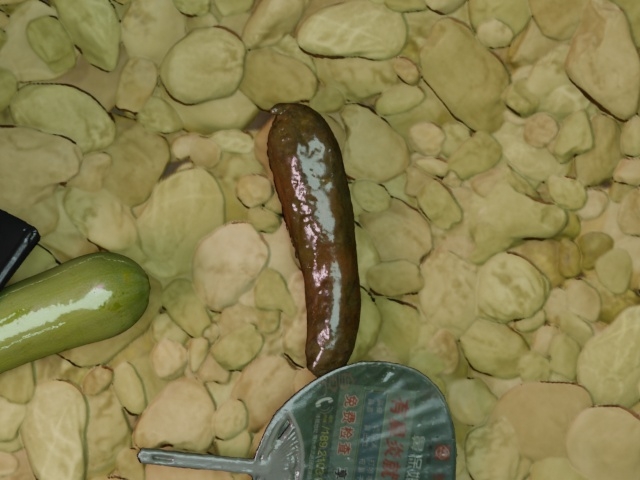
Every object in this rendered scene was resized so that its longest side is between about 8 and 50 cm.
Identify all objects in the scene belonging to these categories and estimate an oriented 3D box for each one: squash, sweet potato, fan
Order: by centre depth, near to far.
[{"bbox_3d":[-0.275,0.081,1.728,0.250,0.083,0.083,-24,89,-11],"label":"squash"},{"bbox_3d":[0.000,0.245,1.785,0.294,0.012,0.223,-22,101,-8],"label":"fan"},{"bbox_3d":[0.000,0.000,1.799,0.075,0.075,0.273,-9,89,-12],"label":"sweet potato"}]

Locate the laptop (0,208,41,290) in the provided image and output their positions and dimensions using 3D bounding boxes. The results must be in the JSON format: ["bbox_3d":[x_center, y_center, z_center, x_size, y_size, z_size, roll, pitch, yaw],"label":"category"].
[{"bbox_3d":[-0.363,0.039,1.708,0.135,0.016,0.197,27,69,20],"label":"laptop"}]
